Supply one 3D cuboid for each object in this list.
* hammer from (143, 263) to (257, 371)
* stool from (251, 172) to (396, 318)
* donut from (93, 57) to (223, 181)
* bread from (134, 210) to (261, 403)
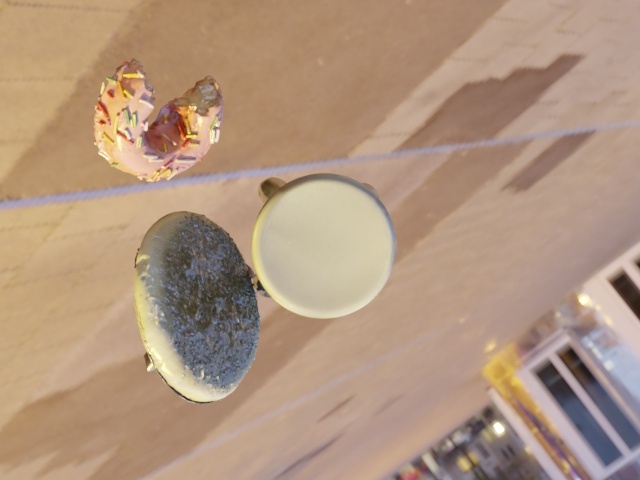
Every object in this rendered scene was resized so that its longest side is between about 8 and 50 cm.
[{"bbox_3d":[-0.221,0.139,2.004,0.290,0.137,0.037,-48,-153,25],"label":"hammer"},{"bbox_3d":[0.000,0.000,1.577,0.195,0.195,0.199,3,-175,-4],"label":"stool"},{"bbox_3d":[-0.266,-0.186,1.839,0.232,0.085,0.199,3,118,-44],"label":"donut"},{"bbox_3d":[-0.159,0.087,1.509,0.040,0.267,0.267,-14,179,29],"label":"bread"}]
